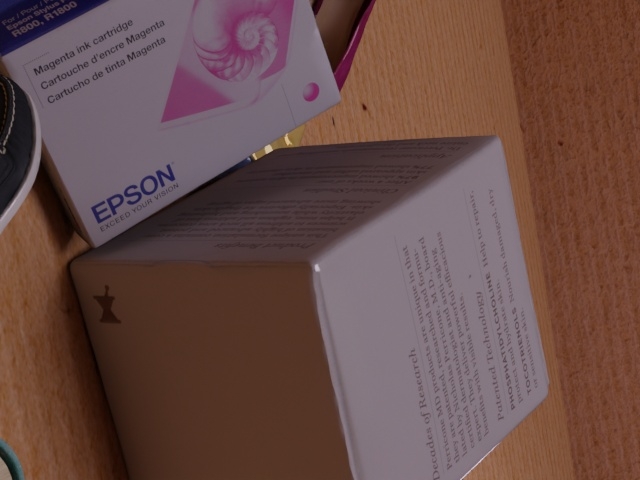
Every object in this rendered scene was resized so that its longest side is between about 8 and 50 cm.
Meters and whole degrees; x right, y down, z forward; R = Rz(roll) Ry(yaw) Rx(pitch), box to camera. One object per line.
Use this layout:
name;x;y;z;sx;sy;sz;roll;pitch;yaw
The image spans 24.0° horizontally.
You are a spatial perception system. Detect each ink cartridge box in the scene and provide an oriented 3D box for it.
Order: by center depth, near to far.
ink cartridge box;-0.164;-0.206;1.528;0.071;0.324;0.330;37;-26;51

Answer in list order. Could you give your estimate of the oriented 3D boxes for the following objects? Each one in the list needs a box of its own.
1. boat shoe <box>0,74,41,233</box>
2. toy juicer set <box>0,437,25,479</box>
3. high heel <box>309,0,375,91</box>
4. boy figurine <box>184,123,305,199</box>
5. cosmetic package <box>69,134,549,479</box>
boat shoe;-0.320;-0.042;1.278;0.091;0.114;0.302;68;23;-49
toy juicer set;-0.310;0.235;1.168;0.209;0.089;0.329;-42;129;-42
high heel;0.032;-0.354;2.151;0.181;0.127;0.377;-80;-177;-57
boy figurine;-0.090;-0.101;1.960;0.177;0.092;0.285;58;26;-21
cosmetic package;0.001;0.100;1.665;0.393;0.329;0.327;-33;116;-48
